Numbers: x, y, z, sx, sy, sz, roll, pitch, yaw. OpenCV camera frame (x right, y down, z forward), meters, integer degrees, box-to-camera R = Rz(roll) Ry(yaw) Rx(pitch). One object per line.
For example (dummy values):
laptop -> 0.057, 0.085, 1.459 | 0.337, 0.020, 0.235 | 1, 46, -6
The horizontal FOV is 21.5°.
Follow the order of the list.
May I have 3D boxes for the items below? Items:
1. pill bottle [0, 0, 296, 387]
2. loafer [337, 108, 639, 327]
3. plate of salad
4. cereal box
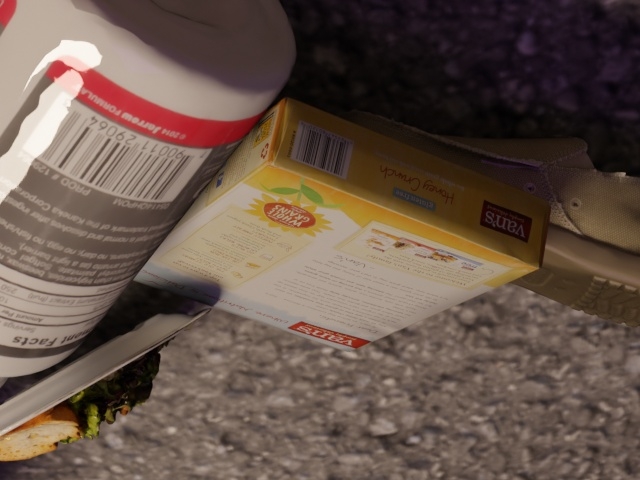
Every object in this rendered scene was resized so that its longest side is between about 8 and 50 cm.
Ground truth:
pill bottle -> -0.169, -0.037, 0.933 | 0.176, 0.176, 0.318 | 24, 123, -28
loafer -> 0.119, -0.025, 1.057 | 0.268, 0.092, 0.102 | 21, 156, -9
plate of salad -> -0.151, 0.101, 1.065 | 0.200, 0.200, 0.048 | -30, 91, 16
cereal box -> 0.000, 0.000, 1.004 | 0.173, 0.047, 0.240 | 20, 157, -21
